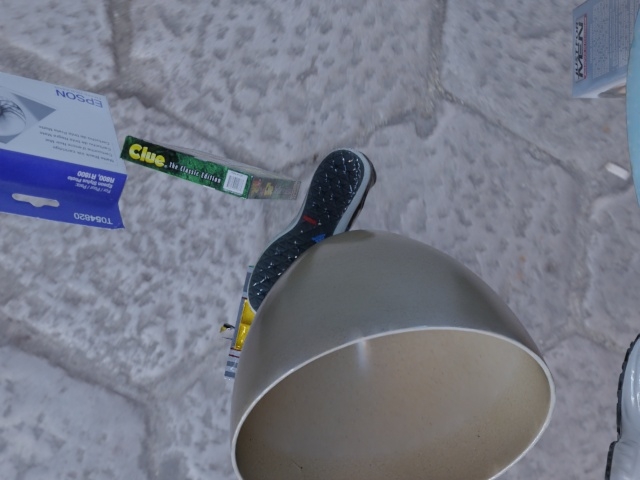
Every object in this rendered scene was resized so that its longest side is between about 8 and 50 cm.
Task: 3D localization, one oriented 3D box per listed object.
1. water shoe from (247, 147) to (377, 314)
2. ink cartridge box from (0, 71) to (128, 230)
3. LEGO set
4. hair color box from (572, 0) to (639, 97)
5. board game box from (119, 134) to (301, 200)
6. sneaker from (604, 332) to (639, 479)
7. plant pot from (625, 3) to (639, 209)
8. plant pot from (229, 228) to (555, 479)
[{"bbox_3d":[0.000,0.000,1.077,0.073,0.080,0.203,35,99,19],"label":"water shoe"},{"bbox_3d":[-0.350,-0.118,1.244,0.223,0.224,0.045,9,131,-34],"label":"ink cartridge box"},{"bbox_3d":[-0.021,0.152,1.541,0.255,0.331,0.192,13,89,-6],"label":"LEGO set"},{"bbox_3d":[0.406,-0.224,1.048,0.186,0.374,0.113,0,91,-4],"label":"hair color box"},{"bbox_3d":[-0.109,-0.075,1.113,0.136,0.260,0.030,20,95,8],"label":"board game box"},{"bbox_3d":[0.337,0.191,0.990,0.108,0.271,0.100,1,126,20],"label":"sneaker"},{"bbox_3d":[0.369,-0.076,0.503,0.341,0.334,0.341,7,103,32],"label":"plant pot"},{"bbox_3d":[0.049,0.101,0.942,0.284,0.190,0.284,-7,135,-7],"label":"plant pot"}]
